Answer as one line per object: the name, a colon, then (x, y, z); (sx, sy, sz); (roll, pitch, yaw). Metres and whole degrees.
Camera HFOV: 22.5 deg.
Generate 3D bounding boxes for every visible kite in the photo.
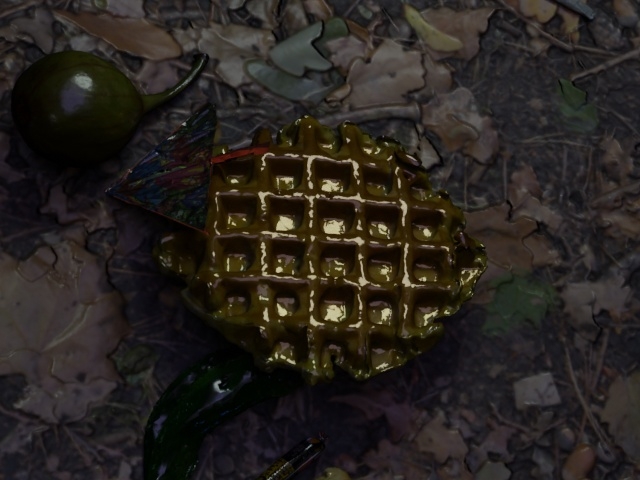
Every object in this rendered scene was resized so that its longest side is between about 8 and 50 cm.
kite: (-0.138, -0.069, 1.656); (0.189, 0.009, 0.232); (-16, 39, 16)

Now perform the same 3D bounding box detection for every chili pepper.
chili pepper: (-0.087, 0.169, 1.613); (0.279, 0.065, 0.122); (-41, 97, -17)

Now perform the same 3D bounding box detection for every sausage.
sausage: (-0.063, 0.253, 1.597); (0.198, 0.028, 0.025); (-39, 104, -26)

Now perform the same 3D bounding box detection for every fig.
fig: (-0.210, -0.150, 1.684); (0.236, 0.124, 0.124); (-20, 76, -40)

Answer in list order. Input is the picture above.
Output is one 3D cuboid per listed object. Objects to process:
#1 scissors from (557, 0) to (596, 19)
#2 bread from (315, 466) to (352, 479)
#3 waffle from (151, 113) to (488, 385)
scissors: (0.224, -0.311, 1.843); (0.212, 0.021, 0.110); (30, 72, 1)
bread: (0.043, 0.353, 1.516); (0.114, 0.185, 0.274); (-34, 82, -12)
waffle: (0.000, 0.000, 1.650); (0.325, 0.068, 0.302); (42, 64, 17)
